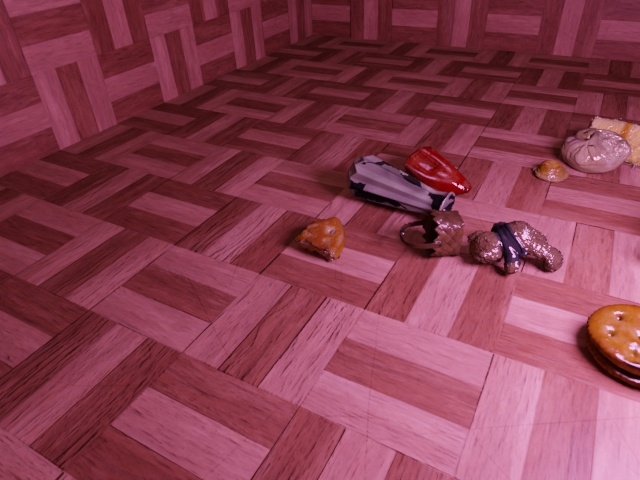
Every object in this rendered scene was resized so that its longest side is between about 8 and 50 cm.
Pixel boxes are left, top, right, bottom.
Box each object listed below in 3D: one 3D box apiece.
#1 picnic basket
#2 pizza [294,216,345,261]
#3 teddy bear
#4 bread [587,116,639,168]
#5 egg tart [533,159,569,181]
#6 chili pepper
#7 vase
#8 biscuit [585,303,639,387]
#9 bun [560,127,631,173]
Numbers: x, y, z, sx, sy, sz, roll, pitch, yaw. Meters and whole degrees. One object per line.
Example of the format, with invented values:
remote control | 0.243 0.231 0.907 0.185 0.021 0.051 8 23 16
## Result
picnic basket | 0.323 -0.022 1.410 0.178 0.138 0.128 0 32 1
pizza | 0.000 0.000 1.479 0.161 0.062 0.182 0 40 -8
teddy bear | 0.552 0.005 1.366 0.251 0.129 0.182 -3 34 -1
bread | 1.179 -0.383 1.892 0.266 0.178 0.142 25 12 29
egg tart | 0.864 -0.264 1.789 0.128 0.049 0.129 -1 37 1
chili pepper | 0.427 -0.236 1.740 0.144 0.136 0.252 1 33 -45
vase | 0.264 -0.169 1.623 0.360 0.165 0.165 27 45 29
biscuit | 0.720 0.236 1.085 0.220 0.066 0.220 -2 36 2
bun | 1.033 -0.350 1.809 0.237 0.116 0.210 8 51 35
